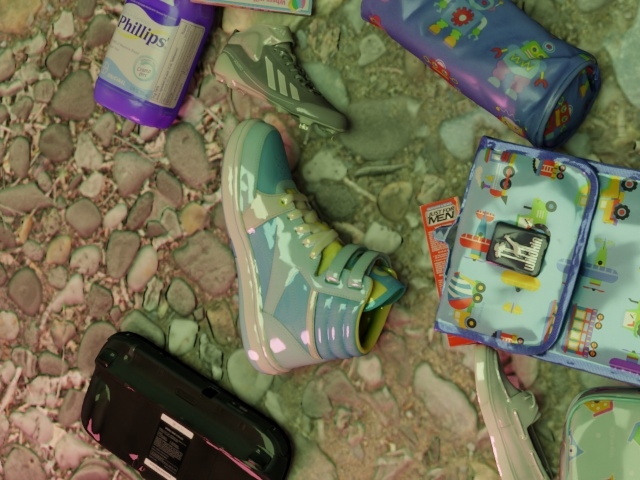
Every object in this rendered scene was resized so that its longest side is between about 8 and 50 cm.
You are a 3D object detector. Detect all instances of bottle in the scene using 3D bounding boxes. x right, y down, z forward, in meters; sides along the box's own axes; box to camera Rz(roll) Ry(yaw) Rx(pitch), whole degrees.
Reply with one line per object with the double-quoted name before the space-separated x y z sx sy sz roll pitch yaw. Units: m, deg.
"bottle" -0.200 -0.292 1.798 0.118 0.092 0.283 28 101 27

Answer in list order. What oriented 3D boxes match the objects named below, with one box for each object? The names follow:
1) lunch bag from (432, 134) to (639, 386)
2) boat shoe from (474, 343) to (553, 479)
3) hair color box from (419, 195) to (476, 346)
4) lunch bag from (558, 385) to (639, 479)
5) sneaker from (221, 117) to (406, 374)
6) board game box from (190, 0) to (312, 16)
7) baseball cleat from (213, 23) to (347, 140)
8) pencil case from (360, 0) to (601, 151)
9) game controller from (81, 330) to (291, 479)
"lunch bag" 0.267 0.019 1.489 0.293 0.138 0.221 13 94 14
"boat shoe" 0.221 0.201 1.566 0.063 0.066 0.184 -14 97 16
"hair color box" 0.171 0.037 1.596 0.053 0.093 0.167 -14 82 26
"lunch bag" 0.366 0.298 1.465 0.224 0.108 0.279 1 92 9
"sneaker" 0.000 0.000 1.672 0.208 0.127 0.319 -6 95 29
"board game box" -0.082 -0.344 1.733 0.154 0.026 0.104 7 92 -4
"baseball cleat" -0.042 -0.210 1.727 0.205 0.072 0.109 27 94 22
"pencil case" 0.185 -0.234 1.583 0.306 0.119 0.133 41 86 23
"game controller" -0.183 0.253 1.802 0.319 0.067 0.167 30 116 25
